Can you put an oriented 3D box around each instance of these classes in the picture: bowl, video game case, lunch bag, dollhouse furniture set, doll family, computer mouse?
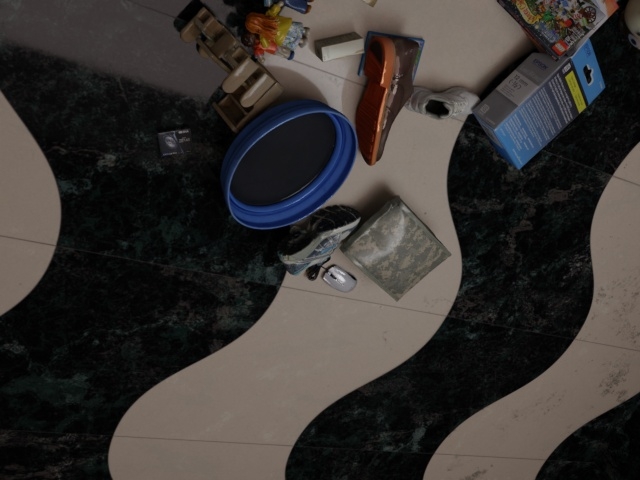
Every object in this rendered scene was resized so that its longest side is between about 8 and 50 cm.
[{"bbox_3d":[-0.085,-0.197,1.769,0.391,0.077,0.391,-25,146,-19],"label":"bowl"},{"bbox_3d":[0.189,-0.489,1.802,0.166,0.015,0.119,1,120,-22],"label":"video game case"},{"bbox_3d":[0.213,0.011,2.040,0.235,0.169,0.287,-42,131,8],"label":"lunch bag"},{"bbox_3d":[-0.221,-0.380,1.592,0.161,0.212,0.242,-43,151,9],"label":"dollhouse furniture set"},{"bbox_3d":[-0.098,-0.542,1.548,0.163,0.118,0.262,7,99,-33],"label":"doll family"},{"bbox_3d":[0.049,0.115,2.118,0.193,0.042,0.106,32,105,-34],"label":"computer mouse"}]

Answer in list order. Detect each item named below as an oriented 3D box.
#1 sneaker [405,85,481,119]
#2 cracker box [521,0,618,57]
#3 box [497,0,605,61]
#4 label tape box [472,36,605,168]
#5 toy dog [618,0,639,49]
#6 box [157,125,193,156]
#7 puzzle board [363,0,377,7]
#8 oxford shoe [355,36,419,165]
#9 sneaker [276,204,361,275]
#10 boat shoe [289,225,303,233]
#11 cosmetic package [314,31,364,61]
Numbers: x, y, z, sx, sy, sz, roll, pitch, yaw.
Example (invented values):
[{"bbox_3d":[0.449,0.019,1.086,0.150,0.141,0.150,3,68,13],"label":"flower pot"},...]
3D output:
[{"bbox_3d":[0.355,-0.371,1.881,0.232,0.115,0.090,-5,123,-19],"label":"sneaker"},{"bbox_3d":[0.699,-0.624,1.887,0.232,0.067,0.156,-46,126,12],"label":"cracker box"},{"bbox_3d":[0.609,-0.616,1.786,0.159,0.044,0.233,-44,87,8],"label":"box"},{"bbox_3d":[0.633,-0.405,1.942,0.347,0.115,0.249,-45,142,7],"label":"label tape box"},{"bbox_3d":[0.972,-0.721,1.843,0.395,0.285,0.407,-23,136,-54],"label":"toy dog"},{"bbox_3d":[-0.372,-0.254,1.726,0.083,0.018,0.067,-10,125,-15],"label":"box"},{"bbox_3d":[0.107,-0.652,1.667,0.128,0.011,0.096,22,110,-32],"label":"puzzle board"},{"bbox_3d":[0.185,-0.363,1.804,0.133,0.130,0.363,-9,132,-23],"label":"oxford shoe"},{"bbox_3d":[0.000,0.000,1.973,0.283,0.110,0.122,-30,136,-19],"label":"sneaker"},{"bbox_3d":[-0.059,-0.001,2.003,0.046,0.038,0.125,-51,128,-9],"label":"boat shoe"},{"bbox_3d":[0.048,-0.493,1.716,0.115,0.060,0.041,-15,126,-11],"label":"cosmetic package"}]
